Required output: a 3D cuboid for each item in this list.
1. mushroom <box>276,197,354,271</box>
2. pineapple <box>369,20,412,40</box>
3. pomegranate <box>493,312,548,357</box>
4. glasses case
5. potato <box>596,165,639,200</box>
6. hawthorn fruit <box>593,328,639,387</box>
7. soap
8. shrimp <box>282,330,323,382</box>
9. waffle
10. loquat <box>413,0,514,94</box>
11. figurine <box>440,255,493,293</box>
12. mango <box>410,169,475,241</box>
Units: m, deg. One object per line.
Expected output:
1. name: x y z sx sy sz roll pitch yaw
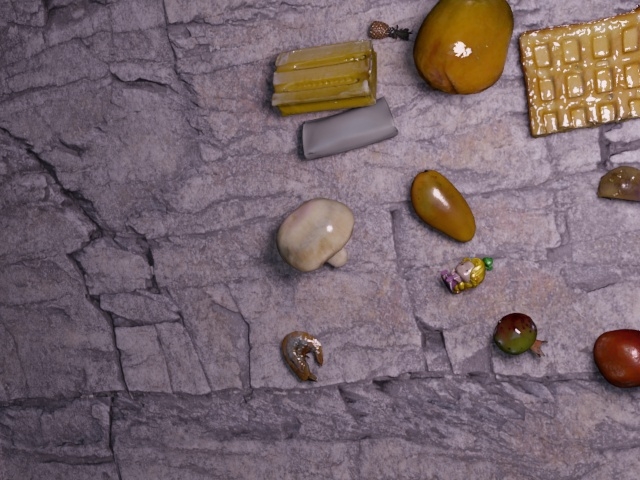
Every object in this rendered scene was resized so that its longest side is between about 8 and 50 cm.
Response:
1. mushroom: 0.000 0.000 1.828 0.260 0.253 0.234 -8 135 50
2. pineapple: 0.212 -0.625 1.769 0.125 0.058 0.058 18 101 11
3. pomegranate: 0.588 0.276 1.709 0.160 0.129 0.129 10 99 10
4. glasses case: 0.088 -0.345 1.826 0.308 0.083 0.128 -13 86 19
5. potato: 0.855 -0.150 1.592 0.172 0.089 0.100 12 97 18
6. hawthorn fruit: 0.850 0.318 1.596 0.168 0.169 0.188 64 150 2
7. soap: 0.014 -0.494 1.796 0.315 0.091 0.199 -5 68 18
8. shrimp: -0.054 0.391 1.968 0.133 0.052 0.187 -32 83 19
9. waffle: 0.737 -0.457 1.604 0.349 0.077 0.303 -6 93 19
10. loquat: 0.387 -0.541 1.604 0.276 0.276 0.283 20 112 15
11. figurine: 0.450 0.107 1.766 0.156 0.115 0.094 -31 51 0
12. mango: 0.363 -0.095 1.749 0.138 0.113 0.253 -40 90 14
